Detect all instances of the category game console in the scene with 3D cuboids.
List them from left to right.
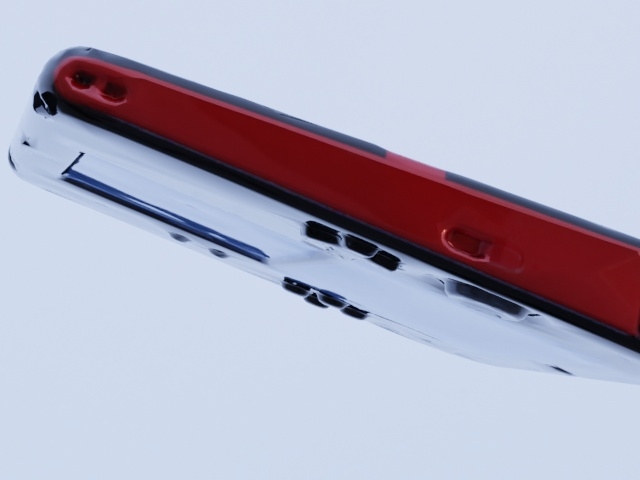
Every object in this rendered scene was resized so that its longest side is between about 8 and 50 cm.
[{"bbox_3d":[0.000,0.000,0.841,0.342,0.386,0.060,18,-97,-12],"label":"game console"}]
